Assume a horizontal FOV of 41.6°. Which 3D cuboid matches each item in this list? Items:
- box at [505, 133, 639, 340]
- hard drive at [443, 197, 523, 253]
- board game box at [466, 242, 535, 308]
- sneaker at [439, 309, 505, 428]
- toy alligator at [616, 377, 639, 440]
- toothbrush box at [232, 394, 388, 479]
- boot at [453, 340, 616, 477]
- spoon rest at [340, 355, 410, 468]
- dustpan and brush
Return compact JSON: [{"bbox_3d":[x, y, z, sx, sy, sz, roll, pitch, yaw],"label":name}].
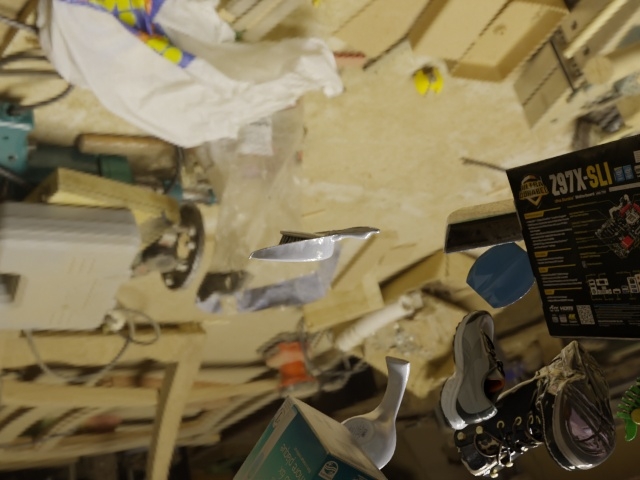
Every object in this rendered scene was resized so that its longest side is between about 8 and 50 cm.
[{"bbox_3d":[0.393,-0.002,1.095,0.079,0.257,0.322,-14,180,-25],"label":"box"},{"bbox_3d":[0.295,-0.032,1.432,0.172,0.054,0.255,-11,-174,17],"label":"hard drive"},{"bbox_3d":[0.387,0.077,1.759,0.133,0.168,0.033,-44,126,2],"label":"board game box"},{"bbox_3d":[0.309,0.242,1.613,0.108,0.271,0.100,-17,125,32],"label":"sneaker"},{"bbox_3d":[0.611,0.288,1.601,0.189,0.051,0.056,-59,171,-4],"label":"toy alligator"},{"bbox_3d":[-0.054,0.414,1.254,0.126,0.216,0.295,32,92,-21],"label":"toothbrush box"},{"bbox_3d":[0.383,0.350,1.552,0.284,0.138,0.377,-39,-175,25],"label":"boot"},{"bbox_3d":[0.108,0.359,1.692,0.137,0.276,0.084,11,135,28],"label":"spoon rest"},{"bbox_3d":[0.000,0.000,1.414,0.211,0.060,0.147,5,-169,23],"label":"dustpan and brush"}]
